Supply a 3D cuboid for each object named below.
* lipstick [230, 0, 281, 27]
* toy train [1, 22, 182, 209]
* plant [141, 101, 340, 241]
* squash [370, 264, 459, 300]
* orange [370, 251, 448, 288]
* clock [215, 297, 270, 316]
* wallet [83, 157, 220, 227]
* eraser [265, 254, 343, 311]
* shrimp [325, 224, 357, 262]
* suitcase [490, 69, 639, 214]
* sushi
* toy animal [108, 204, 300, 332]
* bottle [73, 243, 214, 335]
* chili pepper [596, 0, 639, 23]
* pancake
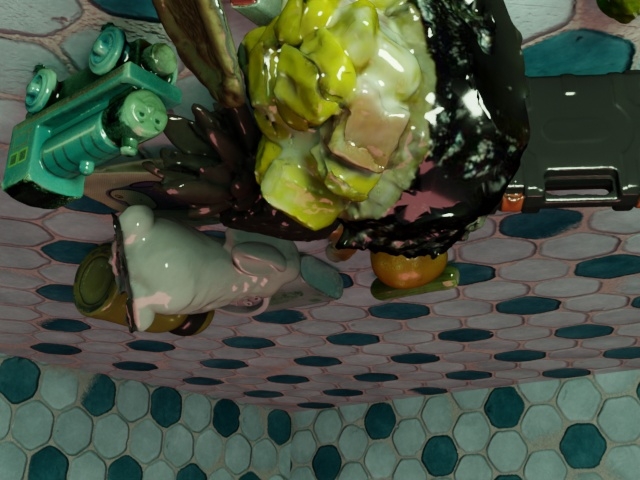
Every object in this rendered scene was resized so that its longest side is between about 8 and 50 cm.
[{"bbox_3d":[-0.030,-0.266,1.045,0.051,0.051,0.312,-15,152,37],"label":"lipstick"},{"bbox_3d":[-0.314,-0.165,1.134,0.298,0.194,0.120,-17,151,38],"label":"toy train"},{"bbox_3d":[-0.114,-0.106,1.294,0.194,0.181,0.321,-11,154,43],"label":"plant"},{"bbox_3d":[0.222,0.100,1.956,0.229,0.066,0.066,-11,155,30],"label":"squash"},{"bbox_3d":[0.177,0.023,1.663,0.159,0.159,0.136,-5,117,16],"label":"orange"},{"bbox_3d":[-0.202,0.089,1.862,0.197,0.068,0.196,12,141,10],"label":"clock"},{"bbox_3d":[-0.290,-0.073,1.538,0.275,0.068,0.335,-10,158,27],"label":"wallet"},{"bbox_3d":[-0.085,0.107,1.977,0.227,0.081,0.174,-13,152,36],"label":"eraser"},{"bbox_3d":[0.000,0.000,1.743,0.166,0.049,0.161,8,156,-12],"label":"shrimp"},{"bbox_3d":[0.348,-0.137,1.135,0.286,0.206,0.066,-1,155,6],"label":"suitcase"},{"bbox_3d":[0.037,-0.153,0.922,0.286,0.327,0.329,6,159,-27],"label":"sushi"},{"bbox_3d":[-0.203,0.039,1.528,0.358,0.193,0.257,-9,139,-19],"label":"toy animal"},{"bbox_3d":[-0.398,0.133,1.958,0.172,0.171,0.351,-14,156,34],"label":"bottle"},{"bbox_3d":[0.345,-0.290,0.924,0.073,0.072,0.204,-9,156,20],"label":"chili pepper"},{"bbox_3d":[-0.141,-0.253,0.874,0.031,0.250,0.250,-26,163,-14],"label":"pancake"}]
